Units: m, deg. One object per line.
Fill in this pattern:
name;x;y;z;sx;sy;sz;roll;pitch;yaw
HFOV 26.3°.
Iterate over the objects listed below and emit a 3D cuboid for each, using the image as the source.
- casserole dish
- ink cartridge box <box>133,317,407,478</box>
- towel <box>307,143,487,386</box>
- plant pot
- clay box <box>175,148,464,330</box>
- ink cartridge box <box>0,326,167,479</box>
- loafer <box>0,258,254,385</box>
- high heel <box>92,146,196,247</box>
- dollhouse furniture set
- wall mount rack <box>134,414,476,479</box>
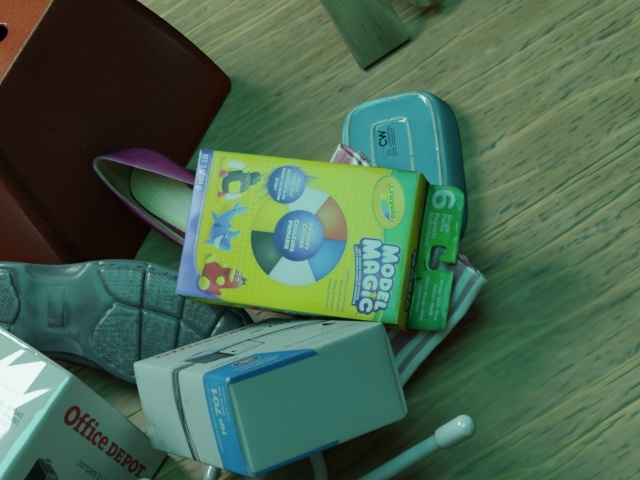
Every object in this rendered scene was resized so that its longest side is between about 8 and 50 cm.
casserole dish;0.071;-0.064;1.247;0.114;0.037;0.188;-12;58;14
ink cartridge box;-0.045;0.118;1.076;0.140;0.082;0.191;-17;8;-28
towel;0.038;0.026;1.180;0.197;0.029;0.144;48;111;34
plant pot;-0.291;-0.142;1.304;0.267;0.236;0.267;18;70;28
clay box;0.000;0.000;1.129;0.222;0.053;0.127;6;82;18
ink cartridge box;-0.271;0.230;1.113;0.114;0.197;0.273;24;73;28
loafer;-0.198;0.069;1.237;0.302;0.095;0.109;8;86;8
high heel;-0.097;-0.011;1.204;0.244;0.117;0.082;43;111;35
dollhouse furniture set;0.054;-0.275;1.375;0.144;0.123;0.151;-33;21;0
wall mount rack;-0.009;0.276;1.032;0.304;0.130;0.350;-12;60;13
